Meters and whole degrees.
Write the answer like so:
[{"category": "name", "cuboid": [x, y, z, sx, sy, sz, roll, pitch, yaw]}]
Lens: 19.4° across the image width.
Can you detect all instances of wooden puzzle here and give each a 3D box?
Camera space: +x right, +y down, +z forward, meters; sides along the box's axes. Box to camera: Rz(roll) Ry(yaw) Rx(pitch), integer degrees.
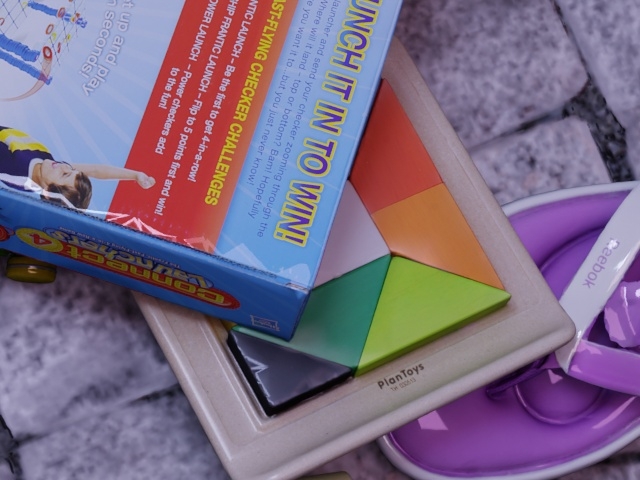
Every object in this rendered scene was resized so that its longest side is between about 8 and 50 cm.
[{"category": "wooden puzzle", "cuboid": [0.000, 0.000, 1.071, 0.221, 0.044, 0.238, -24, 69, -18]}]

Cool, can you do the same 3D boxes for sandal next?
[{"category": "sandal", "cuboid": [0.219, 0.028, 1.139, 0.416, 0.102, 0.169, -18, 84, -16]}]

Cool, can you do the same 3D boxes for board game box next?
[{"category": "board game box", "cuboid": [-0.111, -0.136, 1.043, 0.302, 0.086, 0.308, 18, 66, -1]}]

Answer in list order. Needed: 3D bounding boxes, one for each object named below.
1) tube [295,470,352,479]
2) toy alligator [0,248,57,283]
[{"category": "tube", "cuboid": [-0.095, 0.180, 1.057, 0.240, 0.062, 0.070, -10, 41, -12]}, {"category": "toy alligator", "cuboid": [-0.206, -0.013, 1.061, 0.190, 0.051, 0.056, 8, 78, -13]}]
